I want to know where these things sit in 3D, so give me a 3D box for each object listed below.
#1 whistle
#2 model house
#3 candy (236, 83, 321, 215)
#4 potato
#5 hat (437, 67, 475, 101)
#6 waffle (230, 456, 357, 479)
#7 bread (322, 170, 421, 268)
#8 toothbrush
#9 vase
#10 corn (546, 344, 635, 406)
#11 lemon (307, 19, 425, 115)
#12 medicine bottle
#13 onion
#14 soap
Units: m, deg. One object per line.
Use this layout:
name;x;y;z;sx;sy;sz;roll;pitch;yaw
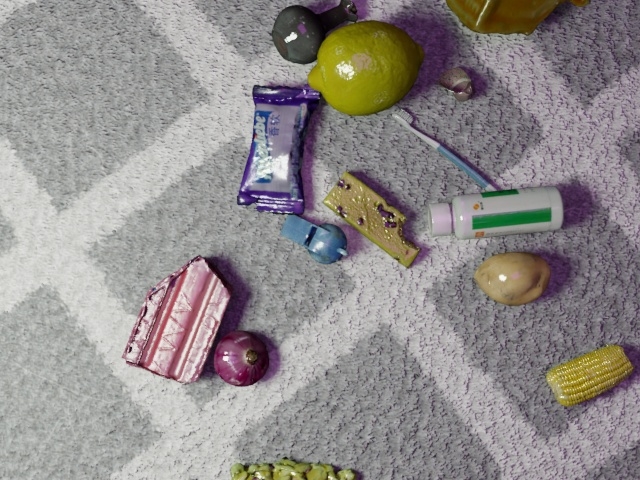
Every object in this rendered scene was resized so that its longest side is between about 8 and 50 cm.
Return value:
whistle;0.000;0.000;1.476;0.158;0.090;0.090;27;87;42
model house;0.363;-0.537;1.465;0.239;0.173;0.268;-35;55;12
candy;-0.085;-0.191;1.486;0.145;0.070;0.275;8;90;8
potato;0.385;0.071;1.442;0.147;0.112;0.112;-6;87;-6
hat;0.285;-0.319;1.503;0.058;0.042;0.087;-43;53;-9
waffle;-0.057;0.584;1.438;0.317;0.073;0.297;3;86;2
bread;0.115;-0.043;1.481;0.226;0.049;0.088;37;88;2
toothbrush;0.262;-0.183;1.501;0.276;0.019;0.025;39;80;3
vase;-0.006;-0.439;1.482;0.183;0.120;0.120;-31;86;-14
corn;0.539;0.267;1.448;0.165;0.063;0.085;-26;62;-2
lemon;0.097;-0.341;1.433;0.249;0.184;0.184;-17;86;-10
medicine bottle;0.348;-0.053;1.454;0.260;0.095;0.095;-6;87;-1
onion;-0.161;0.239;1.455;0.104;0.115;0.115;-27;85;44
soap;-0.273;0.151;1.455;0.162;0.099;0.249;22;88;3
